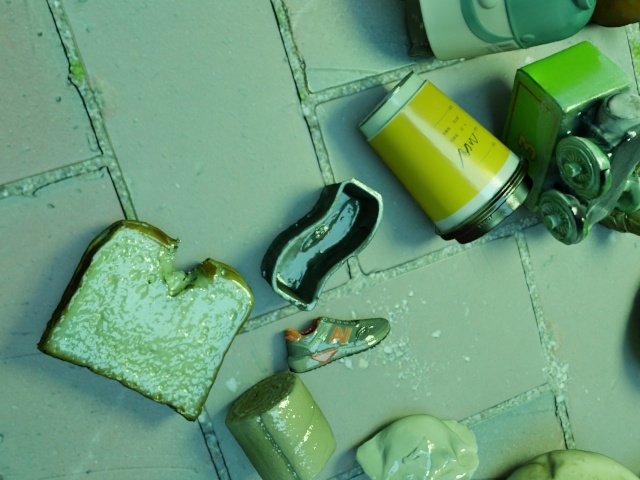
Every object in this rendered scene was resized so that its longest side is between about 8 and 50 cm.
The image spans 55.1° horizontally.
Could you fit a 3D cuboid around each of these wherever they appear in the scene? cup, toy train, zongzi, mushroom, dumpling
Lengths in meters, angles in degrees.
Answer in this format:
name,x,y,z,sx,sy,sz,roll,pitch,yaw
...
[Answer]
name,x,y,z,sx,sy,sz,roll,pitch,yaw
cup,0.303,-0.423,0.976,0.290,0.257,0.219,-49,131,-45
toy train,0.422,-0.149,1.025,0.173,0.249,0.307,-25,146,-10
zongzi,0.637,-0.082,1.146,0.189,0.178,0.081,-48,123,-6
cup,0.203,-0.138,1.026,0.279,0.196,0.196,43,84,-7
mushroom,0.488,0.570,1.124,0.315,0.315,0.356,-20,62,-12
dumpling,0.181,0.388,1.089,0.228,0.151,0.124,-13,126,-14

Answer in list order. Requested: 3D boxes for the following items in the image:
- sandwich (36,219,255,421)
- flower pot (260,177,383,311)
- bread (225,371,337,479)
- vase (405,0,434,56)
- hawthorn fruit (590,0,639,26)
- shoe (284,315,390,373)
name,x,y,z,sx,sy,sz,roll,pitch,yaw
sandwich,-0.262,0.116,0.967,0.273,0.095,0.249,30,88,-17
flower pot,0.000,0.000,1.019,0.103,0.108,0.229,42,83,-15
bread,-0.063,0.312,1.014,0.134,0.148,0.141,-41,105,-47
vase,0.173,-0.369,1.056,0.053,0.053,0.101,-6,102,-14
hawthorn fruit,0.553,-0.487,1.046,0.267,0.268,0.301,-15,115,-13
shoe,0.028,0.162,1.064,0.194,0.074,0.077,-19,95,-10
